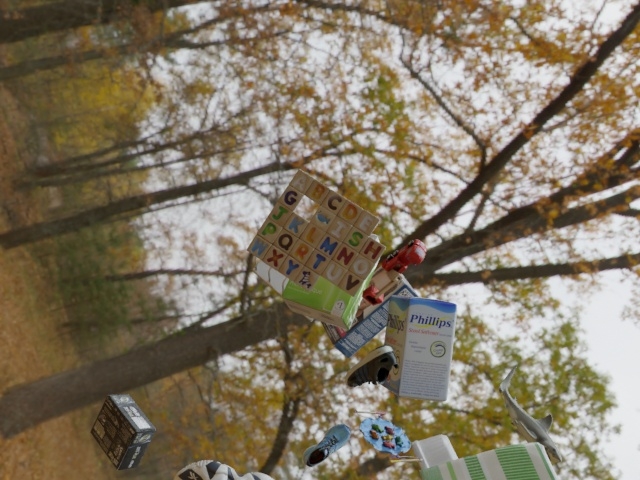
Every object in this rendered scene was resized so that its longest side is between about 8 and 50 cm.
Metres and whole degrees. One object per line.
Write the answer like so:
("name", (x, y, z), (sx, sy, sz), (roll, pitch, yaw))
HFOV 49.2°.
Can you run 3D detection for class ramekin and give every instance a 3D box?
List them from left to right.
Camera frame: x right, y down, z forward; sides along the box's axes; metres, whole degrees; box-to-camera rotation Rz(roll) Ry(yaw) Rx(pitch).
("ramekin", (0.429, 0.802, 2.422), (0.272, 0.127, 0.273), (64, 2, -5))

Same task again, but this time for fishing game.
("fishing game", (0.219, 0.650, 2.353), (0.264, 0.189, 0.041), (50, -55, 56))

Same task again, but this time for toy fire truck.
("toy fire truck", (0.205, 0.088, 1.926), (0.047, 0.135, 0.192), (40, -49, -16))

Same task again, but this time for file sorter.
("file sorter", (-0.069, 0.101, 2.394), (0.278, 0.193, 0.173), (40, -17, 10))

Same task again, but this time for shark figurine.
("shark figurine", (0.611, 0.511, 2.026), (0.278, 0.116, 0.166), (58, -11, 21))

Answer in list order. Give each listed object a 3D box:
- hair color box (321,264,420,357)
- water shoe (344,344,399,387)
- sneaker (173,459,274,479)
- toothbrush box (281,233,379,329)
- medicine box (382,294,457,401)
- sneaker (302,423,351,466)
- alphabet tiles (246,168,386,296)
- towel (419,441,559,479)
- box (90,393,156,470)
("hair color box", (0.176, 0.251, 2.567), (0.105, 0.347, 0.174), (45, 7, -34))
("water shoe", (0.136, 0.367, 1.913), (0.203, 0.073, 0.080), (-53, -127, 40))
("sneaker", (-0.215, 0.523, 1.376), (0.235, 0.153, 0.094), (7, -68, 20))
("toothbrush box", (0.038, 0.101, 2.133), (0.206, 0.283, 0.122), (18, -22, 20))
("medicine box", (0.291, 0.317, 2.115), (0.263, 0.149, 0.289), (155, -58, -82))
("sneaker", (0.022, 0.580, 1.950), (0.063, 0.162, 0.073), (48, -2, -2))
("alphabet tiles", (0.000, 0.000, 1.391), (0.237, 0.198, 0.009), (33, -1, 12))
("towel", (0.439, 0.642, 1.728), (0.038, 0.325, 0.247), (78, -4, -49))
("box", (-0.601, 0.579, 2.122), (0.180, 0.078, 0.147), (36, -76, 36))
